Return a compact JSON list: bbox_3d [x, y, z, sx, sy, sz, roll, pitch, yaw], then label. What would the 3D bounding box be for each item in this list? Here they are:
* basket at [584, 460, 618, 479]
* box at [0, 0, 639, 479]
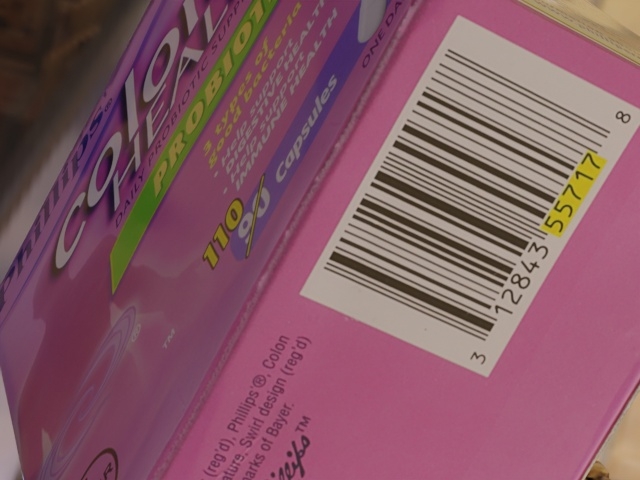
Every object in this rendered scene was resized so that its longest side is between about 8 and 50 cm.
[{"bbox_3d":[0.064,0.212,1.007,0.223,0.299,0.213,-47,-179,-14],"label":"basket"},{"bbox_3d":[0.000,0.000,0.617,0.213,0.117,0.243,-60,-159,12],"label":"box"}]
